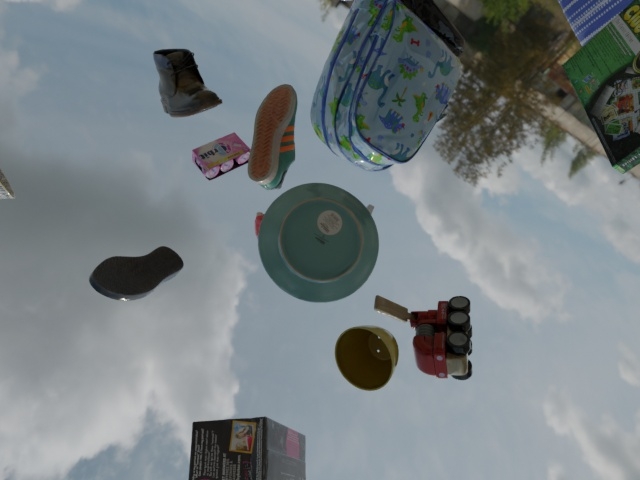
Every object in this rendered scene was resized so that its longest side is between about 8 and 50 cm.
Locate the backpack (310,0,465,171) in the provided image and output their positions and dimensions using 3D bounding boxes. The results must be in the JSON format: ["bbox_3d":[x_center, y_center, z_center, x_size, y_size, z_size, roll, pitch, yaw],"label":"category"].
[{"bbox_3d":[0.133,-0.322,1.080,0.290,0.355,0.273,27,-161,-42],"label":"backpack"}]

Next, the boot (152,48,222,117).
[{"bbox_3d":[-0.237,-0.272,0.882,0.082,0.106,0.219,-26,-152,-25],"label":"boot"}]

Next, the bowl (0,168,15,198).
[{"bbox_3d":[-0.887,-0.169,1.360,0.080,0.170,0.170,-31,-108,-19],"label":"bowl"}]

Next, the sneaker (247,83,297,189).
[{"bbox_3d":[-0.123,-0.288,1.473,0.108,0.302,0.121,11,169,22],"label":"sneaker"}]

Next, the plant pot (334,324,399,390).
[{"bbox_3d":[0.111,0.233,1.086,0.134,0.134,0.095,52,-149,15],"label":"plant pot"}]

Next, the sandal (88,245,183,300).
[{"bbox_3d":[-0.367,0.075,1.057,0.097,0.054,0.254,48,-162,7],"label":"sandal"}]

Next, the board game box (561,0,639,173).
[{"bbox_3d":[0.426,-0.220,0.710,0.030,0.136,0.259,25,-136,-20],"label":"board game box"}]

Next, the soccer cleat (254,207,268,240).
[{"bbox_3d":[-0.059,-0.046,1.241,0.083,0.095,0.248,15,-155,37],"label":"soccer cleat"}]

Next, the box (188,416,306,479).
[{"bbox_3d":[-0.125,0.425,0.939,0.247,0.142,0.163,60,-156,-58],"label":"box"}]

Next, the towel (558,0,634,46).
[{"bbox_3d":[0.488,-0.508,0.901,0.040,0.243,0.335,-24,-93,-14],"label":"towel"}]

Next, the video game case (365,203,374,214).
[{"bbox_3d":[0.106,-0.011,1.670,0.023,0.201,0.183,25,172,-5],"label":"video game case"}]

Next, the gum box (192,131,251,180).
[{"bbox_3d":[-0.350,-0.295,1.822,0.188,0.062,0.107,-31,-113,-29],"label":"gum box"}]

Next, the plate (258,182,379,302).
[{"bbox_3d":[0.000,0.000,0.784,0.188,0.024,0.188,2,-101,-8],"label":"plate"}]

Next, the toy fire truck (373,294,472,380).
[{"bbox_3d":[0.268,0.236,1.360,0.217,0.247,0.158,-67,-31,-53],"label":"toy fire truck"}]
